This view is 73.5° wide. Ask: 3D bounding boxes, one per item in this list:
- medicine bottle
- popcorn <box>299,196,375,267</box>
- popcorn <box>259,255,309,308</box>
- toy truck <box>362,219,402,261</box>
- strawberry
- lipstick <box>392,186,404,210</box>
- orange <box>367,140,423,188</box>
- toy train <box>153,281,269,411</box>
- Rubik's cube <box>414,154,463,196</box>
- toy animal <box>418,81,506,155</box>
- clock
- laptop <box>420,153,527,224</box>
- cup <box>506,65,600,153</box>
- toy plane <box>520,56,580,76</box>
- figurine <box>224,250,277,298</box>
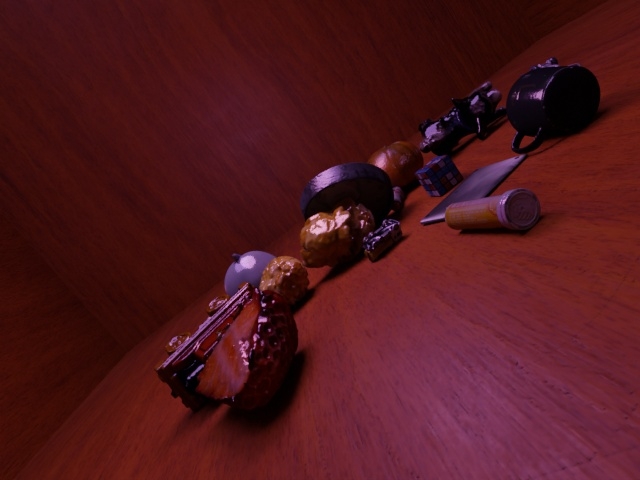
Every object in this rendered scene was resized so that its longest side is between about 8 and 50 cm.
[{"bbox_3d":[0.325,-0.053,0.842,0.074,0.074,0.218,-39,7,-10],"label":"medicine bottle"},{"bbox_3d":[0.054,-0.011,1.345,0.253,0.190,0.191,-21,45,16],"label":"popcorn"},{"bbox_3d":[-0.110,0.133,1.305,0.180,0.170,0.180,-41,-29,-29],"label":"popcorn"},{"bbox_3d":[0.170,-0.001,1.180,0.123,0.063,0.052,-39,31,-15],"label":"toy truck"},{"bbox_3d":[-0.120,0.231,0.894,0.280,0.150,0.254,-18,41,57],"label":"strawberry"},{"bbox_3d":[0.268,-0.142,1.529,0.063,0.057,0.186,-33,13,19],"label":"lipstick"},{"bbox_3d":[0.284,-0.289,1.677,0.240,0.171,0.240,-28,10,5],"label":"orange"},{"bbox_3d":[-0.234,0.260,1.110,0.369,0.163,0.231,-45,24,-30],"label":"toy train"},{"bbox_3d":[0.365,-0.199,1.323,0.092,0.092,0.092,-38,9,-3],"label":"Rubik's cube"},{"bbox_3d":[0.540,-0.453,1.653,0.344,0.194,0.302,-34,4,35],"label":"toy animal"},{"bbox_3d":[0.092,-0.125,1.434,0.318,0.318,0.066,-33,52,26],"label":"clock"},{"bbox_3d":[0.398,-0.134,1.124,0.269,0.015,0.187,-40,11,-21],"label":"laptop"},{"bbox_3d":[0.559,-0.317,1.058,0.223,0.169,0.176,-66,15,8],"label":"cup"},{"bbox_3d":[0.824,-0.611,1.610,0.250,0.101,0.255,-26,9,-4],"label":"toy plane"},{"bbox_3d":[-0.249,0.209,1.535,0.382,0.224,0.205,119,168,-46],"label":"figurine"}]
